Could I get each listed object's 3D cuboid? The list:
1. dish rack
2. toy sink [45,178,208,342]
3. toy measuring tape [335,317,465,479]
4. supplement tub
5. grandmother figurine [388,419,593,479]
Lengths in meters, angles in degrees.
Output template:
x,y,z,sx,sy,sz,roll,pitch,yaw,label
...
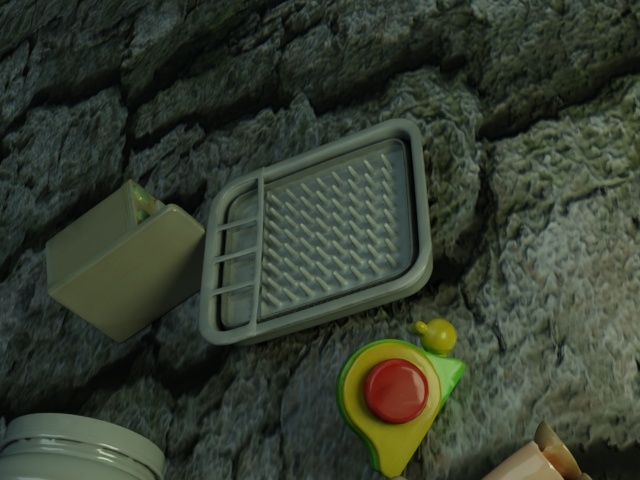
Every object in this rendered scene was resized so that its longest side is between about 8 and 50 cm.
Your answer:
x,y,z,sx,sy,sz,roll,pitch,yaw,label
0.000,0.000,1.266,0.333,0.072,0.285,-20,47,23,dish rack
-0.268,0.014,1.423,0.234,0.153,0.131,-35,42,14,toy sink
0.039,0.215,1.033,0.121,0.121,0.330,22,73,47,toy measuring tape
-0.309,0.387,1.096,0.235,0.235,0.324,-14,50,31,supplement tub
0.102,0.309,0.906,0.342,0.104,0.208,-35,33,0,grandmother figurine
